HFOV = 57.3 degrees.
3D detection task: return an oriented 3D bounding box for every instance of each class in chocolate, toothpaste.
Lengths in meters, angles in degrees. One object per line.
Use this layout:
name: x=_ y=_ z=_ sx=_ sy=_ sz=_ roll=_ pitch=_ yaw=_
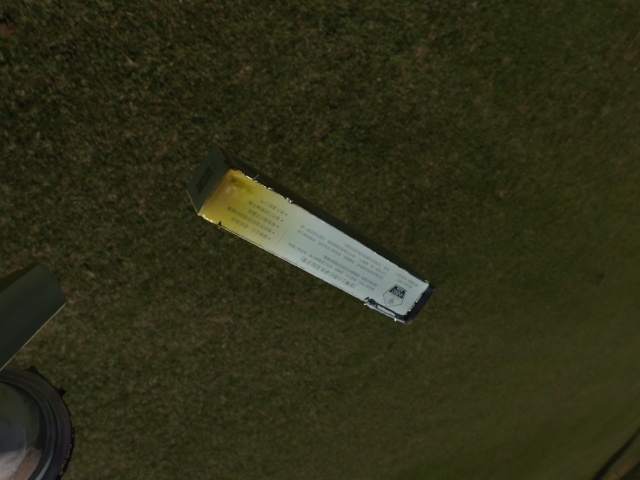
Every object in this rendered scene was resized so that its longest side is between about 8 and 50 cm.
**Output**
chocolate: x=-0.418 y=0.236 z=0.692 sx=0.221 sy=0.221 sz=0.147 roll=-30 pitch=160 yaw=-17
toothpaste: x=0.000 y=0.000 z=0.677 sx=0.313 sy=0.089 sz=0.071 roll=29 pitch=100 yaw=-31

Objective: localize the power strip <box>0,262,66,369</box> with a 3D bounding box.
power strip: x=-0.276 y=0.088 z=0.403 sx=0.118 sy=0.270 sz=0.046 roll=-23 pitch=106 yaw=5
